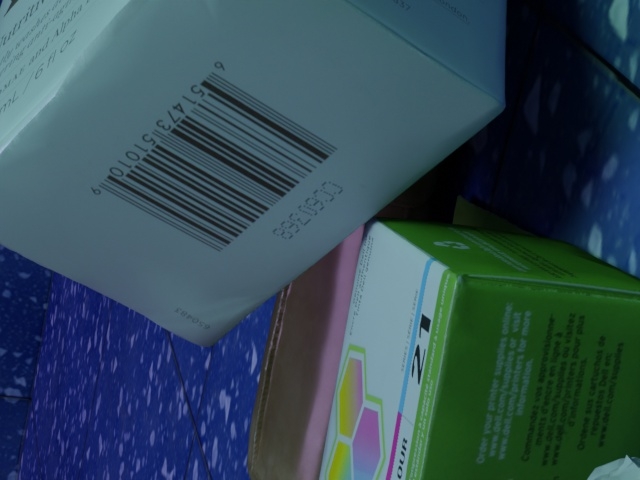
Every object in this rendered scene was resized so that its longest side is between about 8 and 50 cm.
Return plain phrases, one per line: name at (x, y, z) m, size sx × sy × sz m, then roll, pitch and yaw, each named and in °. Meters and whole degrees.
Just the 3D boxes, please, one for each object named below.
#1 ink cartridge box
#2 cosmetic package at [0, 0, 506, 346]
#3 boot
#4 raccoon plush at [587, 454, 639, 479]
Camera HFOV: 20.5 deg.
ink cartridge box at (0.047, 0.084, 0.784) m, size 0.255 × 0.097 × 0.188 m, roll -144°, pitch 62°, yaw -71°
cosmetic package at (-0.029, -0.170, 0.849) m, size 0.217 × 0.156 × 0.385 m, roll -40°, pitch 31°, yaw 36°
boot at (0.000, 0.000, 1.008) m, size 0.236 × 0.089 × 0.269 m, roll -125°, pitch 43°, yaw -68°
raccoon plush at (0.022, 0.221, 0.432) m, size 0.446 × 0.299 × 0.216 m, roll -121°, pitch 41°, yaw -66°
